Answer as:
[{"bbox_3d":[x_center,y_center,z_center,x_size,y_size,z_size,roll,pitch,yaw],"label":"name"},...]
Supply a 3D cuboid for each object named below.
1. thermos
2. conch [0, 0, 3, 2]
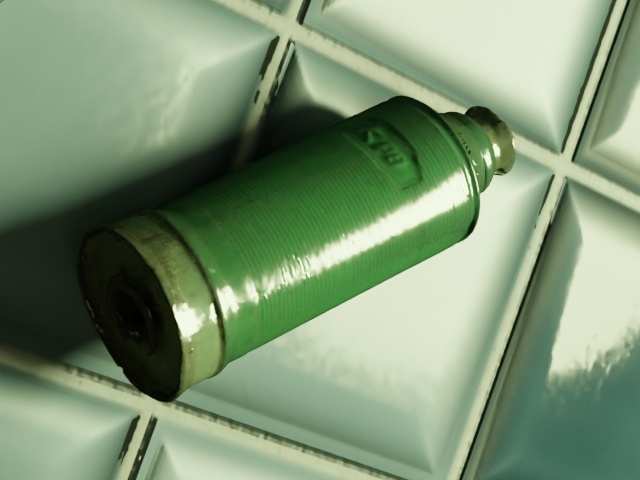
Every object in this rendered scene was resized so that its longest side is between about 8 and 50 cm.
[{"bbox_3d":[0.001,-0.002,0.756,0.187,0.073,0.083,-26,110,-28],"label":"thermos"},{"bbox_3d":[-0.140,-0.163,0.608,0.187,0.124,0.181,-38,114,-14],"label":"conch"}]
